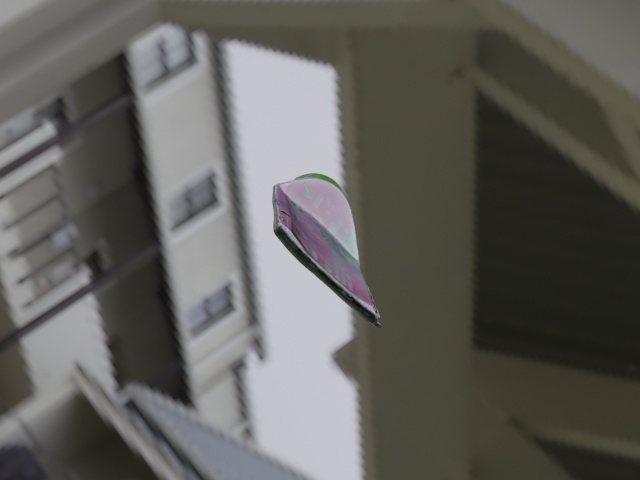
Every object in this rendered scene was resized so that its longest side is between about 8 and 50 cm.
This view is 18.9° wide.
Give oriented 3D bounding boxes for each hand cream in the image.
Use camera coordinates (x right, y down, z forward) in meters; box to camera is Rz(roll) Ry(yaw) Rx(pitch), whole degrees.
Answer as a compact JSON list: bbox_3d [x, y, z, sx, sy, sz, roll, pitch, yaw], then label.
[{"bbox_3d":[0.001,-0.001,1.262,0.079,0.050,0.275,17,10,-5],"label":"hand cream"}]
